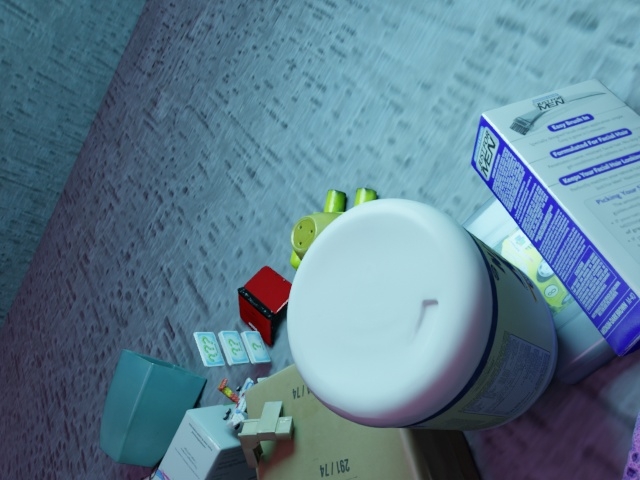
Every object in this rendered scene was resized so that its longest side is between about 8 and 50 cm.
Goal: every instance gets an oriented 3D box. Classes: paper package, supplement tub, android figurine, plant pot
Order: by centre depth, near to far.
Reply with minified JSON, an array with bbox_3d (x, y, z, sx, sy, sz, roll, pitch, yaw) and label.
[{"bbox_3d":[0.143,0.107,0.625,0.235,0.324,0.236,-15,64,35],"label":"supplement tub"},{"bbox_3d":[0.055,0.329,0.834,0.324,0.168,0.310,-37,52,31],"label":"paper package"},{"bbox_3d":[0.000,0.000,0.972,0.134,0.095,0.134,-18,62,38],"label":"plant pot"},{"bbox_3d":[0.037,0.028,1.036,0.248,0.056,0.273,5,78,45],"label":"android figurine"},{"bbox_3d":[-0.429,0.414,1.251,0.165,0.165,0.234,6,70,45],"label":"plant pot"}]

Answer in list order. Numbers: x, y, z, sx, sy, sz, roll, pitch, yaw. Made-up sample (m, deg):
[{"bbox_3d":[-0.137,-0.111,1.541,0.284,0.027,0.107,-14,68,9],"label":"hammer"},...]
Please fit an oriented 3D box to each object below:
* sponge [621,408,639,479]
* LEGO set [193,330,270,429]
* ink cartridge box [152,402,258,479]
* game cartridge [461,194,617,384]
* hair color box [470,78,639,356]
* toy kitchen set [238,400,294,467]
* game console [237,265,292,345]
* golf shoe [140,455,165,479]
[{"bbox_3d":[0.362,0.299,0.578,0.031,0.117,0.210,15,87,45],"label":"sponge"},{"bbox_3d":[-0.136,0.280,1.020,0.060,0.182,0.244,-40,60,25],"label":"LEGO set"},{"bbox_3d":[-0.219,0.475,1.021,0.117,0.201,0.278,33,101,34],"label":"ink cartridge box"},{"bbox_3d":[0.324,0.047,0.749,0.196,0.060,0.294,-51,47,25],"label":"game cartridge"},{"bbox_3d":[0.360,-0.048,0.645,0.185,0.110,0.339,-18,55,-8],"label":"hair color box"},{"bbox_3d":[-0.080,0.316,0.837,0.083,0.075,0.068,-7,24,10],"label":"toy kitchen set"},{"bbox_3d":[-0.121,0.148,1.178,0.144,0.085,0.124,32,130,46],"label":"game console"},{"bbox_3d":[-0.400,0.610,1.251,0.094,0.077,0.198,34,102,45],"label":"golf shoe"}]
